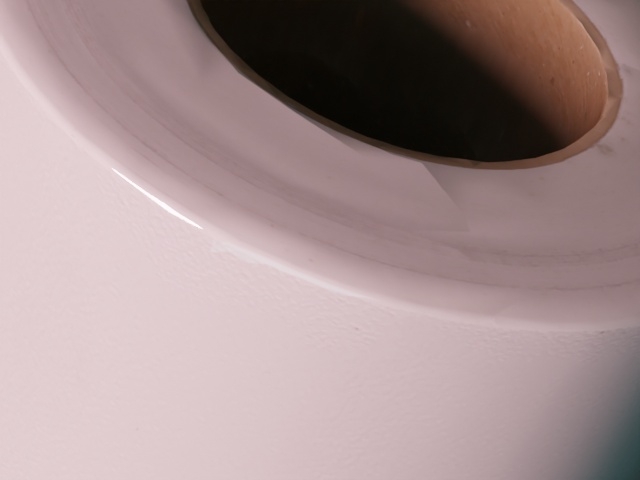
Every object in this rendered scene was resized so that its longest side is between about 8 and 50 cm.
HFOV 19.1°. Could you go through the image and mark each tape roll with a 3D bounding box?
[{"bbox_3d":[0.000,0.000,0.581,0.246,0.246,0.169,21,127,1],"label":"tape roll"}]
